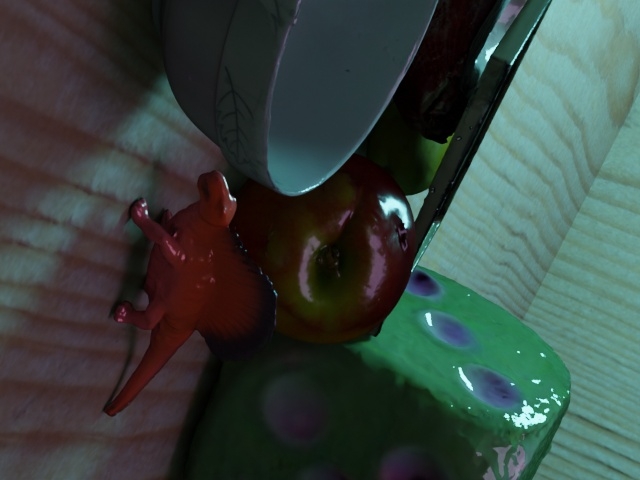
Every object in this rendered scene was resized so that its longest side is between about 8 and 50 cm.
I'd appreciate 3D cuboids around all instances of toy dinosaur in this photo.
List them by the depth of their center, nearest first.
[{"bbox_3d":[-0.100,0.068,1.383,0.070,0.139,0.286,-41,153,-51],"label":"toy dinosaur"}]

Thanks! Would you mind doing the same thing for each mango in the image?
[{"bbox_3d":[0.112,-0.120,1.852,0.195,0.092,0.130,-58,163,-51],"label":"mango"}]

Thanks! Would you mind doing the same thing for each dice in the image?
[{"bbox_3d":[0.061,0.217,1.786,0.318,0.330,0.322,-65,165,22],"label":"dice"}]

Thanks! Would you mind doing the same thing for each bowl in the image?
[{"bbox_3d":[-0.023,-0.189,1.213,0.287,0.144,0.287,-55,163,-27],"label":"bowl"}]

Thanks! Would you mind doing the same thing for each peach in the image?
[{"bbox_3d":[0.000,0.000,1.528,0.197,0.197,0.197,-55,162,-28],"label":"peach"}]

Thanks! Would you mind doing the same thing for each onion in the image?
[{"bbox_3d":[0.132,-0.210,1.688,0.283,0.120,0.227,-56,167,-49],"label":"onion"}]

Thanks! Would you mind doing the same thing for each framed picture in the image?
[{"bbox_3d":[0.142,-0.089,1.640,0.335,0.022,0.247,-66,174,35],"label":"framed picture"}]
